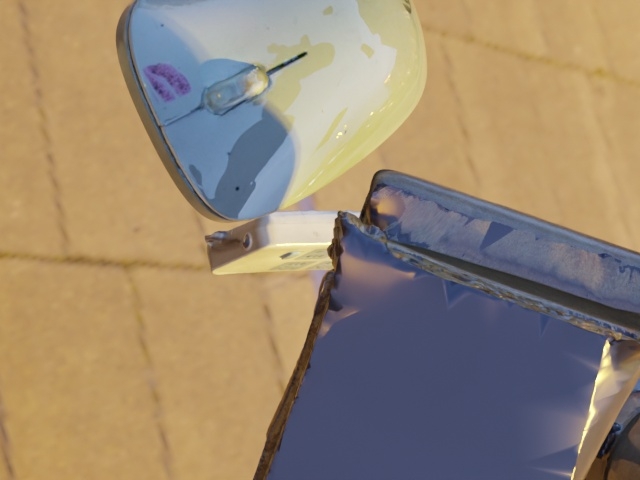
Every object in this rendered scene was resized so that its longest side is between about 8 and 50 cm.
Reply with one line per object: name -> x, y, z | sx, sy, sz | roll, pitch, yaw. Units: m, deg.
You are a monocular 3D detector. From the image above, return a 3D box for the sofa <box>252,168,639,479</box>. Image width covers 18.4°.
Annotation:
sofa -> 0.066, 0.106, 1.094 | 0.182, 0.200, 0.258 | -84, -167, -80

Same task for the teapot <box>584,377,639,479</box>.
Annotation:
teapot -> 0.354, 0.260, 2.155 | 0.305, 0.285, 0.223 | -10, 114, -32

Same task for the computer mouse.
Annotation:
computer mouse -> -0.012, -0.117, 1.216 | 0.288, 0.097, 0.159 | -38, 107, -60

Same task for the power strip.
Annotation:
power strip -> 0.000, 0.000, 1.559 | 0.192, 0.081, 0.035 | -2, 77, -41
